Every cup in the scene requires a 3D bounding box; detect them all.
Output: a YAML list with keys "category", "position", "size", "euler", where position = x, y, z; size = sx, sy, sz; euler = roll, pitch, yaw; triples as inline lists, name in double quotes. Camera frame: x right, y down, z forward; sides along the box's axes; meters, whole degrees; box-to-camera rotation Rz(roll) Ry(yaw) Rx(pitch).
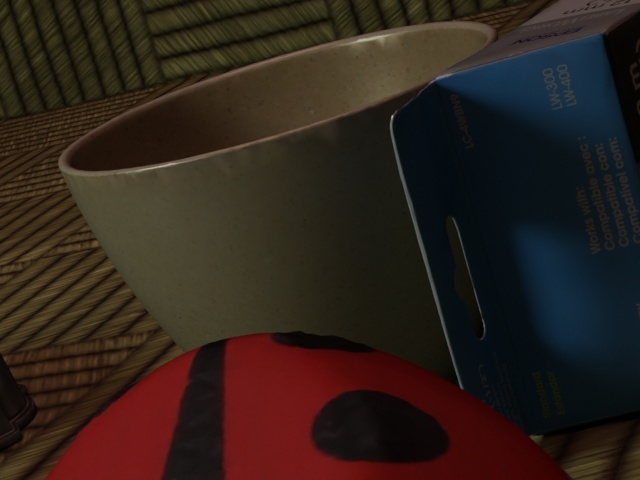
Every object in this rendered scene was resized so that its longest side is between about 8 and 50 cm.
- category: "cup"
  position: [0.000, 0.000, 1.350]
  size: [0.331, 0.237, 0.331]
  euler: [-16, 14, 4]

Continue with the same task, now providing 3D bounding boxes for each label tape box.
- category: "label tape box"
  position: [0.199, -0.029, 1.202]
  size: [0.115, 0.249, 0.348]
  euler: [-7, 17, 35]

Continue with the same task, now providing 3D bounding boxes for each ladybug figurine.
- category: "ladybug figurine"
  position: [-0.023, 0.175, 0.709]
  size: [0.305, 0.162, 0.449]
  euler: [-20, 28, 8]

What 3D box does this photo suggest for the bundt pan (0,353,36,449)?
- category: "bundt pan"
  position: [-0.414, 0.139, 1.535]
  size: [0.331, 0.124, 0.331]
  euler: [-15, 14, 4]
